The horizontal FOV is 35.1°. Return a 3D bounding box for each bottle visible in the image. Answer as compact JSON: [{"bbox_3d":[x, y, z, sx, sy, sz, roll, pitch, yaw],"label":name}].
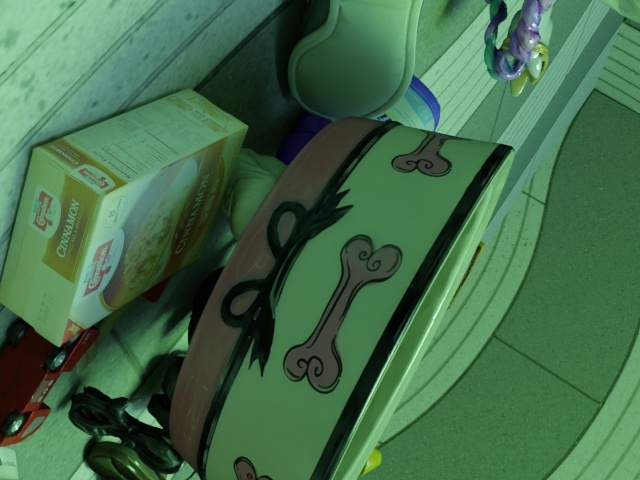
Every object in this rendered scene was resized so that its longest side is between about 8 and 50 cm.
[{"bbox_3d":[0.028,-0.104,1.119,0.283,0.118,0.092,-41,168,-46],"label":"bottle"}]

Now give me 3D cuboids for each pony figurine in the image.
[{"bbox_3d":[0.294,-0.365,1.238,0.351,0.302,0.364,-20,126,-81],"label":"pony figurine"}]

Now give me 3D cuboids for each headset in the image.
[{"bbox_3d":[-0.131,0.133,1.148,0.243,0.185,0.394,-64,180,25],"label":"headset"}]

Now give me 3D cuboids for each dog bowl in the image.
[{"bbox_3d":[0.016,0.070,0.904,0.408,0.150,0.408,-59,169,-20],"label":"dog bowl"}]

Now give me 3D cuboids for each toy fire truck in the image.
[{"bbox_3d":[-0.211,0.083,0.862,0.192,0.047,0.135,-57,167,2],"label":"toy fire truck"}]

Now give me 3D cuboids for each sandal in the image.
[{"bbox_3d":[-0.222,0.270,1.202,0.219,0.090,0.060,81,22,-60],"label":"sandal"}]

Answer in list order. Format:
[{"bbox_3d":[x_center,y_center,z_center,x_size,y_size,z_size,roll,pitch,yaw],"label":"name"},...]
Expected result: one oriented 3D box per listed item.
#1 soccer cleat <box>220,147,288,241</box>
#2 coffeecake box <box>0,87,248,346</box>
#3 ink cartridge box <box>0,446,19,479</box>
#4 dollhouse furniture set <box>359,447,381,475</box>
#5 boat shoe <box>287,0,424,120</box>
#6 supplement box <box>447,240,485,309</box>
[{"bbox_3d":[-0.069,-0.043,0.907,0.196,0.076,0.068,-82,-163,-76],"label":"soccer cleat"},{"bbox_3d":[-0.151,-0.024,0.789,0.185,0.068,0.142,-36,156,-54],"label":"coffeecake box"},{"bbox_3d":[-0.295,0.235,0.816,0.143,0.090,0.092,-55,166,-7],"label":"ink cartridge box"},{"bbox_3d":[0.018,0.254,1.387,0.303,0.198,0.286,-105,-153,-45],"label":"dollhouse furniture set"},{"bbox_3d":[0.043,-0.219,0.932,0.319,0.116,0.099,110,-6,-64],"label":"boat shoe"},{"bbox_3d":[0.124,0.036,1.593,0.194,0.191,0.129,-32,152,-58],"label":"supplement box"}]
